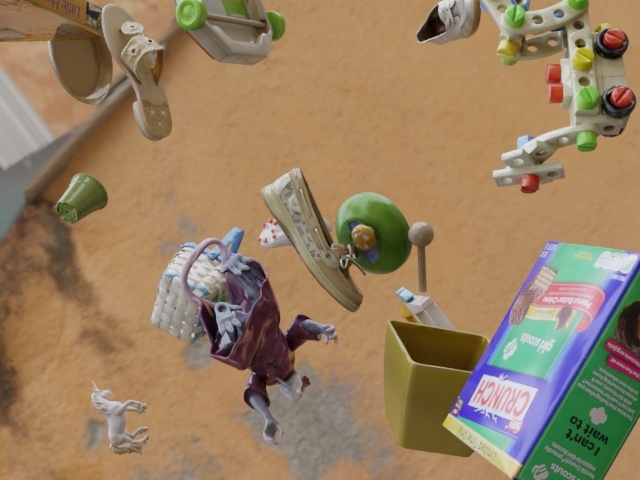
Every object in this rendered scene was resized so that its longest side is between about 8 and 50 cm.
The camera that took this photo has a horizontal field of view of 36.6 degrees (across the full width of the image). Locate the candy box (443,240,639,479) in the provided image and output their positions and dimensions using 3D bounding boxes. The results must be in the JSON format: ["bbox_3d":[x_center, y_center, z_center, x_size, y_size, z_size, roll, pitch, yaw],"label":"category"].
[{"bbox_3d":[0.321,0.168,1.278,0.317,0.122,0.268,-60,12,-3],"label":"candy box"}]

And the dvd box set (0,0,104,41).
[{"bbox_3d":[-0.654,-0.474,1.885,0.307,0.062,0.420,4,-3,25],"label":"dvd box set"}]

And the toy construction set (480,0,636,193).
[{"bbox_3d":[0.343,-0.235,1.432,0.215,0.328,0.151,0,-10,3],"label":"toy construction set"}]

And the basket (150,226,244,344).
[{"bbox_3d":[-0.302,0.121,2.515,0.289,0.201,0.255,-54,-13,-52],"label":"basket"}]

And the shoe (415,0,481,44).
[{"bbox_3d":[0.237,-0.404,1.792,0.058,0.077,0.219,-13,0,-14],"label":"shoe"}]

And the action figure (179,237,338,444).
[{"bbox_3d":[-0.130,0.213,1.896,0.248,0.275,0.370,-50,-38,-18],"label":"action figure"}]

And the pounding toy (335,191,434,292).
[{"bbox_3d":[0.106,0.013,1.987,0.110,0.236,0.183,-34,-42,-45],"label":"pounding toy"}]

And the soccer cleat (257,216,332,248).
[{"bbox_3d":[-0.057,-0.014,1.973,0.196,0.076,0.068,-18,50,51],"label":"soccer cleat"}]

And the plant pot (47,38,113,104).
[{"bbox_3d":[-0.560,-0.430,2.237,0.032,0.236,0.236,-6,4,22],"label":"plant pot"}]

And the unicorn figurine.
[{"bbox_3d":[-0.410,0.361,1.977,0.111,0.162,0.060,-4,-12,-7],"label":"unicorn figurine"}]

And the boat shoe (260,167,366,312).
[{"bbox_3d":[0.000,0.000,1.758,0.089,0.285,0.104,-35,-6,4],"label":"boat shoe"}]

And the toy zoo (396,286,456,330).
[{"bbox_3d":[0.263,0.217,2.067,0.030,0.293,0.192,-38,-3,-12],"label":"toy zoo"}]

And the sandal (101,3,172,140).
[{"bbox_3d":[-0.280,-0.289,1.590,0.079,0.240,0.088,-19,-2,39],"label":"sandal"}]

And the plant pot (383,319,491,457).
[{"bbox_3d":[0.225,0.288,1.837,0.212,0.212,0.187,-115,37,-70],"label":"plant pot"}]

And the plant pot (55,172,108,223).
[{"bbox_3d":[-0.463,-0.073,1.848,0.083,0.083,0.079,-46,6,42],"label":"plant pot"}]

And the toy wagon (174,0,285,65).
[{"bbox_3d":[-0.195,-0.483,1.745,0.068,0.344,0.267,-25,-8,30],"label":"toy wagon"}]
